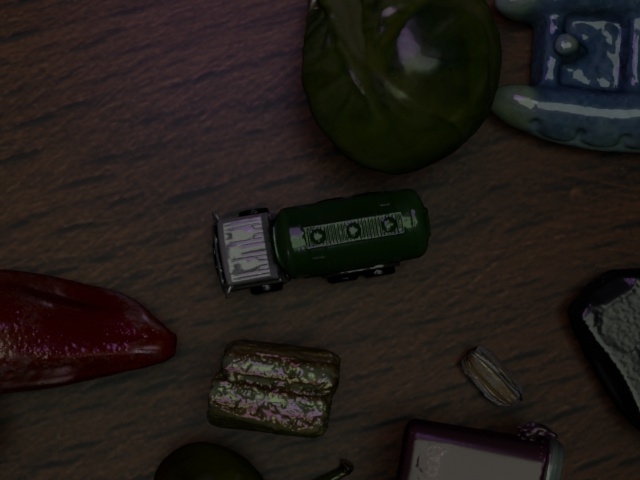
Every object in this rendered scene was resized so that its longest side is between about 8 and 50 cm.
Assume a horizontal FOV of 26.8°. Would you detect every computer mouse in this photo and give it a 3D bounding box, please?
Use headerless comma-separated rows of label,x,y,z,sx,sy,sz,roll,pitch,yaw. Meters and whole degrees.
computer mouse,0.376,0.134,1.548,0.122,0.073,0.217,-26,82,-8

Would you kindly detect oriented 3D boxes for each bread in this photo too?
bread,-0.049,0.160,1.455,0.138,0.196,0.102,4,83,1

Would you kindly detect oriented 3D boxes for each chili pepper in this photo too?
chili pepper,-0.287,0.101,1.484,0.252,0.144,0.136,2,92,-19

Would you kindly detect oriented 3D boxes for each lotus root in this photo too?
lotus root,0.199,0.158,1.555,0.083,0.030,0.037,47,115,3

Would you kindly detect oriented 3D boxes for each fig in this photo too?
fig,-0.074,0.278,1.505,0.236,0.124,0.124,-6,86,-29

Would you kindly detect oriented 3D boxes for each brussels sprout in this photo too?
brussels sprout,0.084,-0.213,1.488,0.219,0.210,0.271,-30,77,16

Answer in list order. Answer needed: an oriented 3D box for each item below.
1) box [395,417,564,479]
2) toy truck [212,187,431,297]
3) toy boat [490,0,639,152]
box,0.151,0.331,1.467,0.167,0.193,0.294,12,86,5
toy truck,0.000,0.000,1.505,0.242,0.125,0.101,-9,88,-4
toy boat,0.360,-0.211,1.547,0.330,0.123,0.215,7,84,-2
